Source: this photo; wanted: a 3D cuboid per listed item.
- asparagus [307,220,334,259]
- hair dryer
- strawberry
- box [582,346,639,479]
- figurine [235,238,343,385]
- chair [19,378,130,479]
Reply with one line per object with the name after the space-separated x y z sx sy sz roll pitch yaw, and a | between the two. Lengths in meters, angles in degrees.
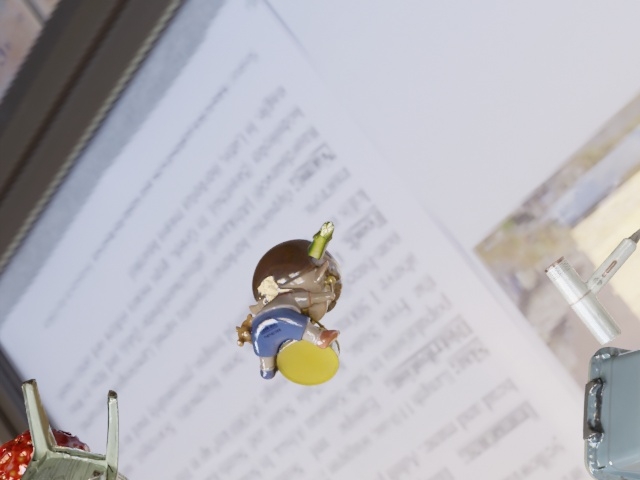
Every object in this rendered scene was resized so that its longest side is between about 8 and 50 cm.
0.001 0.000 1.782 0.021 0.025 0.108 -62 180 -27 | asparagus
0.477 0.055 2.068 0.183 0.155 0.044 -36 176 -3 | hair dryer
-0.456 0.392 2.166 0.178 0.234 0.234 -59 160 23 | strawberry
0.421 0.208 1.477 0.227 0.162 0.130 12 160 -13 | box
-0.035 0.095 2.019 0.161 0.158 0.275 -26 -147 26 | figurine
-0.358 0.339 1.871 0.190 0.204 0.274 -72 167 -45 | chair
